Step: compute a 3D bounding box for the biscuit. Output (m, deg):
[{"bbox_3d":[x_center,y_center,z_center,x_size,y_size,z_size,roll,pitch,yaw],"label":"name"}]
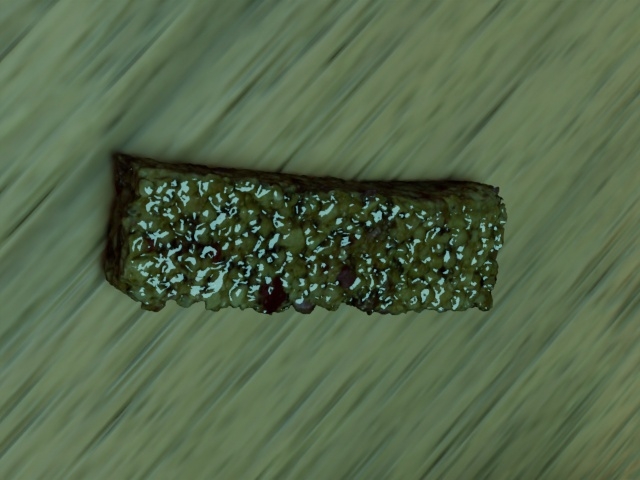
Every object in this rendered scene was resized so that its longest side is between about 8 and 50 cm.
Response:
[{"bbox_3d":[0.000,0.000,0.599,0.199,0.034,0.064,3,106,-31],"label":"biscuit"}]
